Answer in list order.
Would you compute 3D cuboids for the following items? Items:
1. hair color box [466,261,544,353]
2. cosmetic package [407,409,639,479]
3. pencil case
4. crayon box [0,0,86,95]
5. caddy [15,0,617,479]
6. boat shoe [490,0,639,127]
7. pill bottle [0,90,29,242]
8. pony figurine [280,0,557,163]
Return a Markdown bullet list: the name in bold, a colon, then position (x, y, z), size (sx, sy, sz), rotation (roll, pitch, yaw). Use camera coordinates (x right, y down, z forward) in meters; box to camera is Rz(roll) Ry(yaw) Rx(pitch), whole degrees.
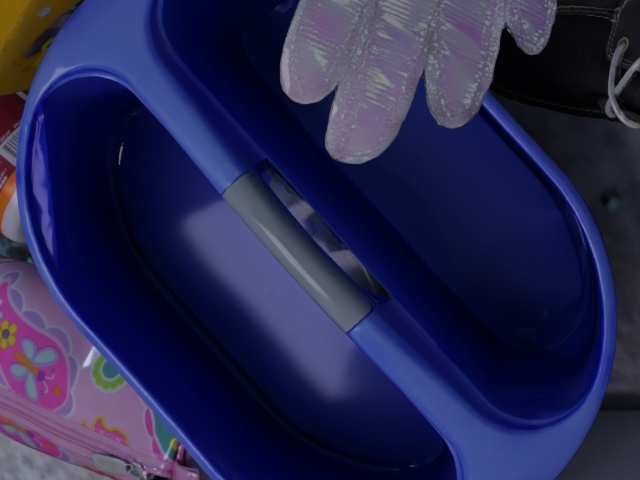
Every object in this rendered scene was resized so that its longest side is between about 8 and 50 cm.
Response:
- **hair color box**: position (0.059, 0.014, 1.124), size (0.167, 0.053, 0.093), rotation (46, 130, 3)
- **cosmetic package**: position (0.081, 0.324, 1.044), size (0.327, 0.394, 0.329), rotation (-4, 114, 37)
- **pencil case**: position (-0.168, 0.090, 1.276), size (0.284, 0.124, 0.124), rotation (21, 124, 25)
- **crayon box**: position (-0.089, -0.190, 1.011), size (0.083, 0.203, 0.323), rotation (53, 133, 15)
- **caddy**: position (0.000, 0.000, 0.997), size (0.241, 0.179, 0.341), rotation (-43, 87, 9)
- **boat shoe**: position (0.176, -0.092, 0.973), size (0.233, 0.079, 0.084), rotation (9, 120, 32)
- **pill bottle**: position (-0.228, -0.074, 1.250), size (0.152, 0.086, 0.086), rotation (38, 130, 13)
- **pony figurine**: position (0.170, -0.166, 0.796), size (0.363, 0.351, 0.303), rotation (-17, 142, 40)
